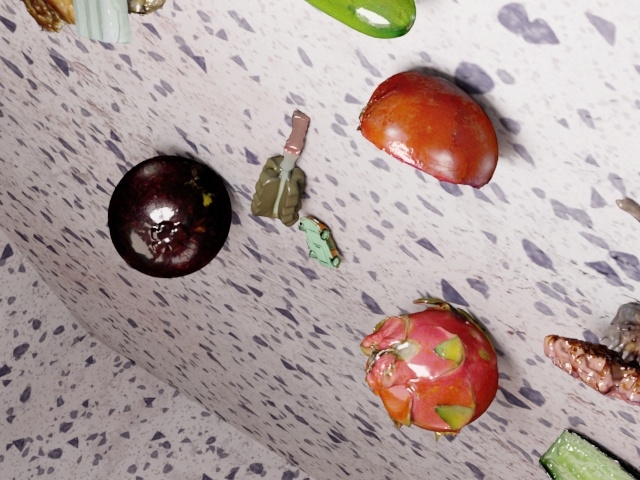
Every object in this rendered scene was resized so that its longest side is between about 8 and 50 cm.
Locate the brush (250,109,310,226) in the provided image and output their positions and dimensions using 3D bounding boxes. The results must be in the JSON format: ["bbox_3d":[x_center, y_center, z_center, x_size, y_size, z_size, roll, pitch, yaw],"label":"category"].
[{"bbox_3d":[-0.052,-0.115,1.778,0.084,0.071,0.301,22,150,1],"label":"brush"}]

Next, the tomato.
[{"bbox_3d":[0.136,-0.139,1.336,0.173,0.099,0.189,23,-161,1],"label":"tomato"}]

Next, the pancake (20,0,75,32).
[{"bbox_3d":[-0.485,-0.423,1.862,0.212,0.056,0.257,48,158,-23],"label":"pancake"}]

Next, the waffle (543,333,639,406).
[{"bbox_3d":[0.400,0.179,1.477,0.221,0.056,0.234,17,-172,-36],"label":"waffle"}]

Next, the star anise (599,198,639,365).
[{"bbox_3d":[0.402,0.051,1.385,0.148,0.218,0.227,-119,40,-53],"label":"star anise"}]

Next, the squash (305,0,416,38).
[{"bbox_3d":[-0.014,-0.306,1.245,0.292,0.082,0.082,34,160,19],"label":"squash"}]

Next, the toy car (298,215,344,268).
[{"bbox_3d":[0.000,0.000,1.958,0.059,0.035,0.122,23,146,38],"label":"toy car"}]

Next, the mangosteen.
[{"bbox_3d":[-0.276,-0.053,2.085,0.228,0.228,0.265,47,-171,-21],"label":"mangosteen"}]

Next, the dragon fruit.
[{"bbox_3d":[0.174,0.205,1.844,0.224,0.224,0.227,12,152,52],"label":"dragon fruit"}]

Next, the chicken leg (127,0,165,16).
[{"bbox_3d":[-0.245,-0.365,1.536,0.125,0.080,0.196,60,157,-10],"label":"chicken leg"}]

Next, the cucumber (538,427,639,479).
[{"bbox_3d":[0.471,0.399,1.930,0.193,0.086,0.115,37,116,10],"label":"cucumber"}]

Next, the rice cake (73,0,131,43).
[{"bbox_3d":[-0.304,-0.378,1.512,0.127,0.043,0.237,22,123,50],"label":"rice cake"}]
